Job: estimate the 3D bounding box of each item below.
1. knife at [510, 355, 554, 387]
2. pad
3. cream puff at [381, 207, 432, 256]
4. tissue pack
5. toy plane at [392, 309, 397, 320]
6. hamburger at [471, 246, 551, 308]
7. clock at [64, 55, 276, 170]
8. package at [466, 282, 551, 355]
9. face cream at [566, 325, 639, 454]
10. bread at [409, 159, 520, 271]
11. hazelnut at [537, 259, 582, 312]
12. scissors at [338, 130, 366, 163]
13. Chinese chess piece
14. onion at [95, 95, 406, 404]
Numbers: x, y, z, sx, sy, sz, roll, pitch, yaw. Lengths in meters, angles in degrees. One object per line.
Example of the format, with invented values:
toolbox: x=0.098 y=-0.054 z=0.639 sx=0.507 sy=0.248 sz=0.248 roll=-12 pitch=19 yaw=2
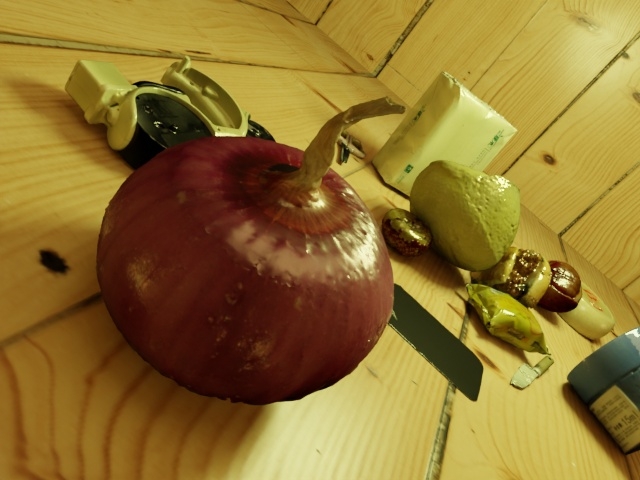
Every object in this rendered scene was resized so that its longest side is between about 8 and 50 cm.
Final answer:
knife: x=0.508 y=0.314 z=1.264 sx=0.297 sy=0.017 sz=0.047 roll=-6 pitch=49 yaw=-52
pad: x=0.230 y=0.200 z=1.078 sx=0.267 sy=0.004 sz=0.181 roll=43 pitch=25 yaw=6
cream puff: x=0.208 y=-0.016 z=1.311 sx=0.148 sy=0.084 sz=0.149 roll=28 pitch=26 yaw=-15
tissue pack: x=0.398 y=-0.312 z=1.718 sx=0.297 sy=0.381 sz=0.207 roll=23 pitch=25 yaw=-30
toy plane: x=0.126 y=0.125 z=1.024 sx=0.078 sy=0.024 sz=0.084 roll=44 pitch=19 yaw=13
hamburger: x=0.531 y=0.094 z=1.475 sx=0.155 sy=0.245 sz=0.282 roll=38 pitch=40 yaw=-2
clock: x=-0.255 y=-0.233 z=0.992 sx=0.276 sy=0.120 sz=0.379 roll=48 pitch=26 yaw=4
package: x=0.474 y=0.197 z=1.320 sx=0.226 sy=0.090 sz=0.168 roll=28 pitch=25 yaw=-20
face cream: x=0.779 y=0.367 z=1.280 sx=0.248 sy=0.249 sz=0.225 roll=11 pitch=40 yaw=-46
bread: x=0.377 y=-0.065 z=1.406 sx=0.320 sy=0.237 sz=0.320 roll=31 pitch=-11 yaw=7
hazelnut: x=0.778 y=0.152 z=1.725 sx=0.170 sy=0.161 sz=0.202 roll=8 pitch=14 yaw=9
scissors: x=0.081 y=-0.298 z=1.674 sx=0.160 sy=0.024 sz=0.318 roll=37 pitch=25 yaw=-11
Chinese chess piece: x=0.934 y=0.231 z=1.894 sx=0.273 sy=0.102 sz=0.273 roll=32 pitch=25 yaw=-17
onion: x=-0.082 y=0.002 z=0.632 sx=0.357 sy=0.345 sz=0.358 roll=0 pitch=27 yaw=0
